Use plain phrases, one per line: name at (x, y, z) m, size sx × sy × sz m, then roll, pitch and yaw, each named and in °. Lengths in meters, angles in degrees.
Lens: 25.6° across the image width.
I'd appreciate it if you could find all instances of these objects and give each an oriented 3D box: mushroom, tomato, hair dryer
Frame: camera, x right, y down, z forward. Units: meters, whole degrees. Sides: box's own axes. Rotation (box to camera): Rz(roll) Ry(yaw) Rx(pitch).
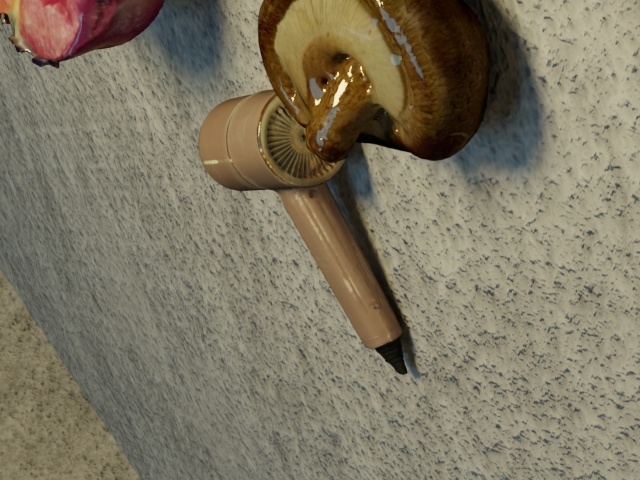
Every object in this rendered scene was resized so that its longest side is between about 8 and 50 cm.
mushroom at (0.053, -0.164, 1.186) m, size 0.231 × 0.138 × 0.194 m, roll 25°, pitch 123°, yaw 39°
tomato at (-0.258, -0.357, 1.566) m, size 0.335 × 0.176 × 0.290 m, roll 39°, pitch 126°, yaw 43°
hair dryer at (0.000, 0.000, 1.498) m, size 0.344 × 0.107 × 0.189 m, roll 63°, pitch 157°, yaw -13°
